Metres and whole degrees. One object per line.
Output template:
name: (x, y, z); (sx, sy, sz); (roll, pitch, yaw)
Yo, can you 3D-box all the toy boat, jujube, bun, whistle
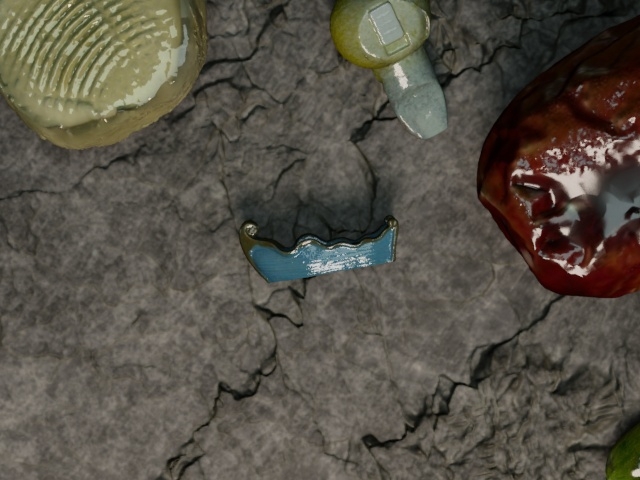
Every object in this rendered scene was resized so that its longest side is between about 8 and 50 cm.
toy boat: (0.000, 0.000, 1.827); (0.186, 0.075, 0.077); (-10, 94, 3)
jujube: (0.365, -0.103, 1.742); (0.377, 0.276, 0.276); (-34, 91, -4)
bun: (-0.249, -0.232, 1.782); (0.259, 0.152, 0.259); (-1, 83, 9)
whistle: (0.085, -0.221, 1.826); (0.123, 0.123, 0.223); (-28, 112, -1)

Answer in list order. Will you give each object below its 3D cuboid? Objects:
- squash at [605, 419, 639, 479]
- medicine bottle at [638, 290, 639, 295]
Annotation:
squash: (0.462, 0.176, 1.836); (0.087, 0.087, 0.331); (43, 89, -1)
medicine bottle: (0.412, 0.042, 1.845); (0.199, 0.057, 0.057); (6, 91, -2)
